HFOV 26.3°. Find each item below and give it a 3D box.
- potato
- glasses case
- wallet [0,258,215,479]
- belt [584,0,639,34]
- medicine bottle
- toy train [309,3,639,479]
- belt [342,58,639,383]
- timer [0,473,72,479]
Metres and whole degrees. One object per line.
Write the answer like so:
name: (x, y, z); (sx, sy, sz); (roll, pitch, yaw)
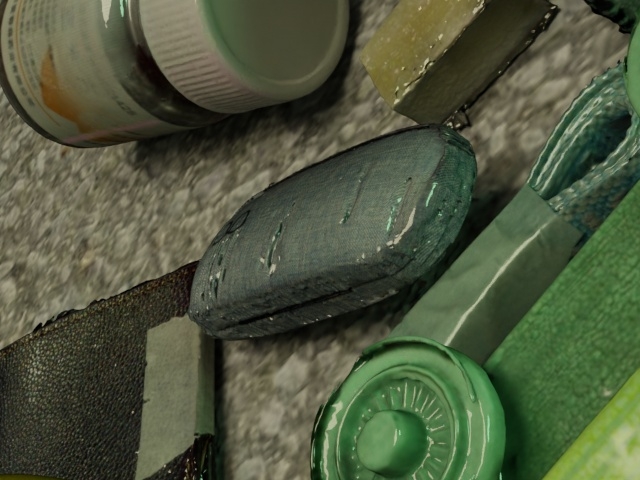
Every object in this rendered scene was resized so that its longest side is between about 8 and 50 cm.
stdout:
potato: (0.086, -0.134, 0.899); (0.122, 0.061, 0.086); (-48, 44, 21)
glasses case: (0.000, 0.000, 0.892); (0.282, 0.067, 0.109); (-22, 40, 55)
wallet: (-0.176, 0.154, 1.045); (0.262, 0.071, 0.221); (-28, 47, 33)
belt: (0.144, -0.238, 0.773); (0.150, 0.207, 0.257); (-47, 59, 20)
medicine bottle: (-0.122, -0.164, 1.064); (0.273, 0.165, 0.165); (-5, 67, 48)
toy train: (0.187, 0.075, 0.594); (0.442, 0.179, 0.272); (-52, 47, 13)
belt: (0.110, 0.033, 0.770); (0.302, 0.072, 0.087); (-53, 34, 16)
timer: (-0.163, 0.323, 0.758); (0.376, 0.387, 0.376); (-7, 42, 6)
